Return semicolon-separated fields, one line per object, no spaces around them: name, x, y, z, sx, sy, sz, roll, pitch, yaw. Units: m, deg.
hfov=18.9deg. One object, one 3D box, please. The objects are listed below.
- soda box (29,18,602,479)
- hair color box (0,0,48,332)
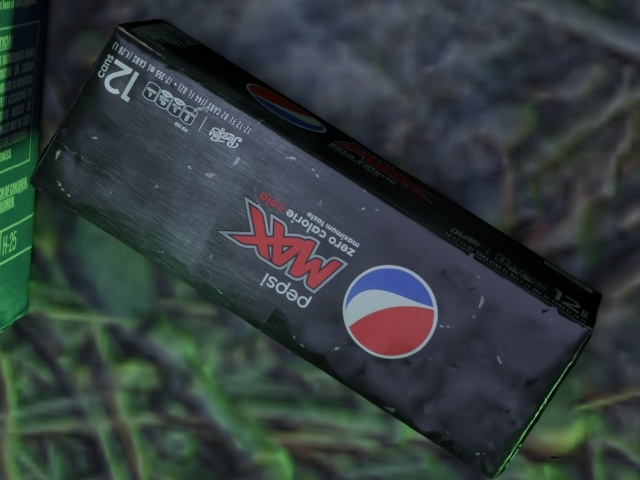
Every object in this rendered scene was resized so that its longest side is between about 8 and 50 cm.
soda box;0.000;0.000;0.588;0.169;0.053;0.060;33;105;5
hair color box;-0.172;-0.145;0.570;0.174;0.105;0.347;7;101;9
